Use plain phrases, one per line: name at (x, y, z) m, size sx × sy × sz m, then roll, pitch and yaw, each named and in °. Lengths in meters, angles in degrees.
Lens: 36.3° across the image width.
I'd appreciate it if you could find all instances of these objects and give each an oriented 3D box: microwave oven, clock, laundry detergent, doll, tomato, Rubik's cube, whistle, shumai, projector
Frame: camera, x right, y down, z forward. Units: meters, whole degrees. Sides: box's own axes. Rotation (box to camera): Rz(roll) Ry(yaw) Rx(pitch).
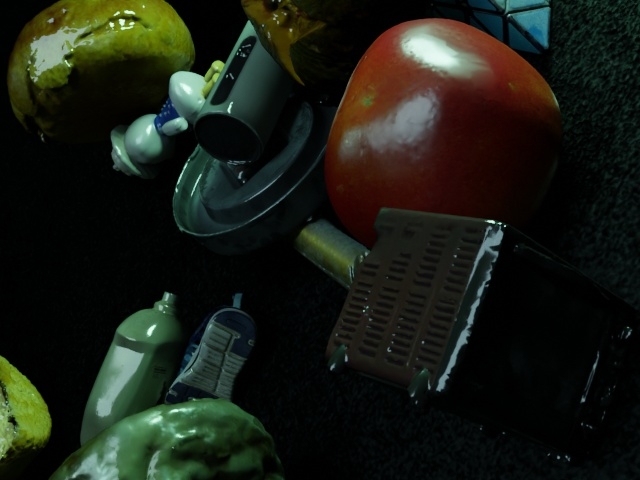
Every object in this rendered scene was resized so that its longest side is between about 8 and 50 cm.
microwave oven at (0.163, 0.095, 0.951) m, size 0.188 × 0.247 × 0.178 m, roll 14°, pitch 79°, yaw 51°
clock at (-0.082, -0.112, 1.429) m, size 0.313 × 0.061 × 0.312 m, roll -27°, pitch 38°, yaw 23°
laundry detergent at (-0.258, 0.201, 1.453) m, size 0.091 × 0.181 × 0.253 m, roll 14°, pitch 82°, yaw 26°
doll at (-0.271, -0.208, 1.740) m, size 0.293 × 0.119 × 0.138 m, roll -36°, pitch 32°, yaw 25°
tomato at (0.130, -0.117, 1.117) m, size 0.299 × 0.226 × 0.298 m, roll -27°, pitch 49°, yaw 36°
Rubik's cube at (0.253, -0.314, 1.217) m, size 0.190 × 0.211 × 0.178 m, roll -34°, pitch 66°, yaw 1°
whistle at (-0.001, 0.000, 1.340) m, size 0.326 × 0.057 × 0.067 m, roll 37°, pitch 127°, yaw 54°
shumai at (-0.156, 0.412, 1.117) m, size 0.323 × 0.324 × 0.397 m, roll 46°, pitch 109°, yaw 41°
projector at (-0.078, -0.266, 1.439) m, size 0.108 × 0.108 × 0.337 m, roll -18°, pitch 40°, yaw 44°

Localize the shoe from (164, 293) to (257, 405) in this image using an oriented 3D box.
shoe at (-0.157, 0.178, 1.425) m, size 0.207 × 0.092 × 0.106 m, roll -62°, pitch 12°, yaw 13°

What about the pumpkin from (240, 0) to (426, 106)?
pumpkin at (0.009, -0.338, 1.265) m, size 0.192 × 0.320 × 0.320 m, roll -26°, pitch 36°, yaw -16°

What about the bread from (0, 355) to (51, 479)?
bread at (-0.575, 0.339, 1.778) m, size 0.160 × 0.147 × 0.260 m, roll -50°, pitch 43°, yaw 5°

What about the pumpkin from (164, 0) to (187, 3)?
pumpkin at (-0.297, -0.557, 1.819) m, size 0.325 × 0.242 × 0.232 m, roll -7°, pitch 25°, yaw 4°

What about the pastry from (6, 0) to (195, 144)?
pastry at (-0.389, -0.303, 1.754) m, size 0.356 × 0.356 × 0.163 m, roll -38°, pitch 64°, yaw 31°
